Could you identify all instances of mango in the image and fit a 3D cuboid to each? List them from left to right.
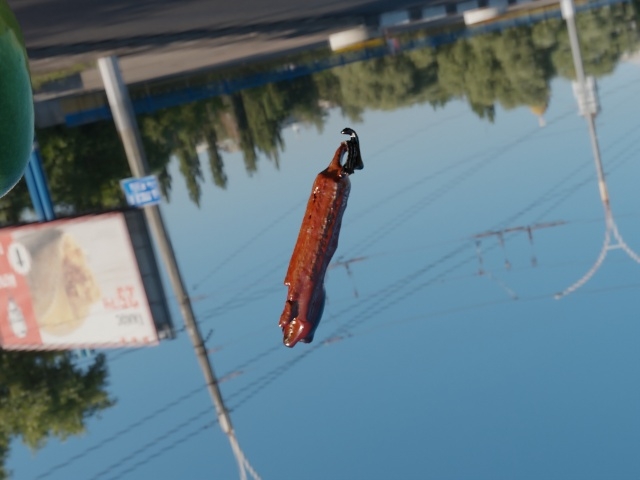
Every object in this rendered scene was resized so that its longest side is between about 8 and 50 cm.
[{"bbox_3d":[-0.493,-0.195,1.195,0.225,0.382,0.201,7,-134,-3],"label":"mango"}]

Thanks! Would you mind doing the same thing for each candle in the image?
[{"bbox_3d":[0.000,0.000,1.177,0.059,0.301,0.084,18,-168,9],"label":"candle"}]
